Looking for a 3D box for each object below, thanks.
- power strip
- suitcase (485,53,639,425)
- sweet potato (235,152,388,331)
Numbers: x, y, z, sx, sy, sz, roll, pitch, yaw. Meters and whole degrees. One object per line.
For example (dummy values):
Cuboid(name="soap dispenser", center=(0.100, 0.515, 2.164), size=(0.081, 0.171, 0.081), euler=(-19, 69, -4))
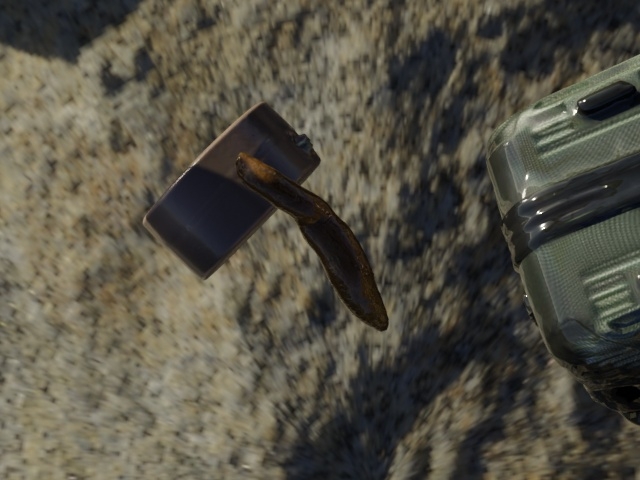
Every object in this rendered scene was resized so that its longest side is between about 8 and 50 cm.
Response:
Cuboid(name="power strip", center=(-0.074, -0.044, 1.460), size=(0.078, 0.154, 0.154), euler=(44, 85, 0))
Cuboid(name="suitcase", center=(0.239, -0.029, 0.744), size=(0.312, 0.202, 0.128), euler=(-23, 65, 17))
Cuboid(name="sweet potato", center=(0.002, -0.002, 1.302), size=(0.044, 0.044, 0.179), euler=(-38, 104, -4))
